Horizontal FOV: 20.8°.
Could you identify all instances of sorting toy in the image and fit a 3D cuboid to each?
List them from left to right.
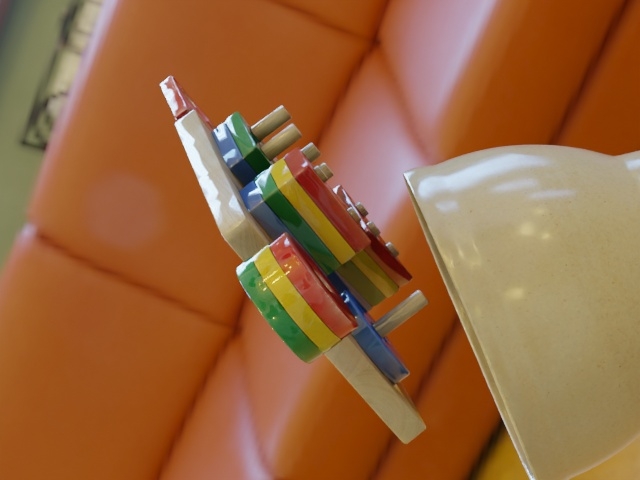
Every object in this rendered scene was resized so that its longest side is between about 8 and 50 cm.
[{"bbox_3d":[0.000,0.000,0.773,0.046,0.132,0.274,-38,26,4],"label":"sorting toy"}]

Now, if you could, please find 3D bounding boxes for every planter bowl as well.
[{"bbox_3d":[0.118,0.023,0.802,0.162,0.109,0.162,-22,-90,-88],"label":"planter bowl"}]
